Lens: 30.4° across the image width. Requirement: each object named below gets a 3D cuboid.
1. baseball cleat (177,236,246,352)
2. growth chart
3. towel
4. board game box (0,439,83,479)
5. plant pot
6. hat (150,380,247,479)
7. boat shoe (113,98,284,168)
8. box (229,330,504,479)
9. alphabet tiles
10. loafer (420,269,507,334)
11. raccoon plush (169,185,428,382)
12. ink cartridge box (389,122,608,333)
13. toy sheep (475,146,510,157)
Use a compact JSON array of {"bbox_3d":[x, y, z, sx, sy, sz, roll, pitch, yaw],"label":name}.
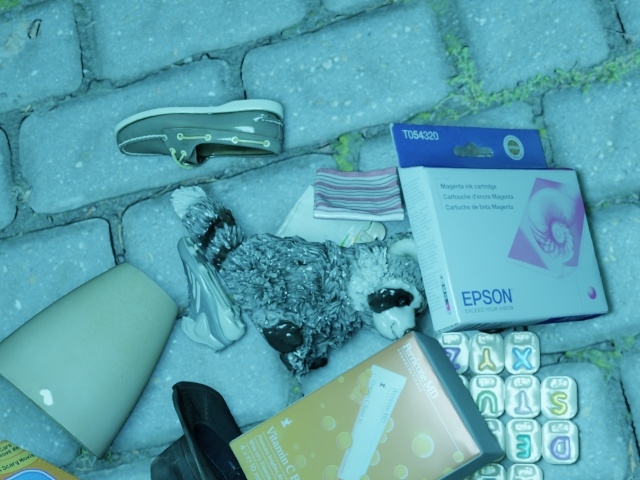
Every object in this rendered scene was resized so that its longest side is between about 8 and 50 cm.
[{"bbox_3d":[-0.211,0.095,2.009,0.109,0.072,0.206,-37,70,13],"label":"baseball cleat"},{"bbox_3d":[0.000,0.000,1.997,0.172,0.021,0.237,41,92,17],"label":"growth chart"},{"bbox_3d":[0.060,-0.077,1.906,0.144,0.197,0.029,0,113,1],"label":"towel"},{"bbox_3d":[-0.471,0.590,1.774,0.357,0.356,0.356,24,115,17],"label":"board game box"},{"bbox_3d":[-0.373,0.176,1.963,0.256,0.256,0.274,35,74,17],"label":"plant pot"},{"bbox_3d":[-0.177,0.386,1.826,0.134,0.331,0.331,-32,74,10],"label":"hat"},{"bbox_3d":[-0.212,-0.176,2.037,0.305,0.109,0.091,-6,74,9],"label":"boat shoe"},{"bbox_3d":[0.072,0.323,1.827,0.345,0.168,0.215,-33,71,11],"label":"box"},{"bbox_3d":[0.266,0.283,1.879,0.284,0.021,0.278,-1,80,14],"label":"alphabet tiles"},{"bbox_3d":[0.224,0.103,1.825,0.080,0.220,0.078,-25,51,31],"label":"loafer"},{"bbox_3d":[-0.016,0.004,1.892,0.299,0.216,0.446,-37,79,-3],"label":"raccoon plush"},{"bbox_3d":[0.277,-0.032,1.797,0.071,0.324,0.330,-26,71,52],"label":"ink cartridge box"},{"bbox_3d":[0.267,-0.096,1.914,0.091,0.091,0.132,36,89,17],"label":"toy sheep"}]
